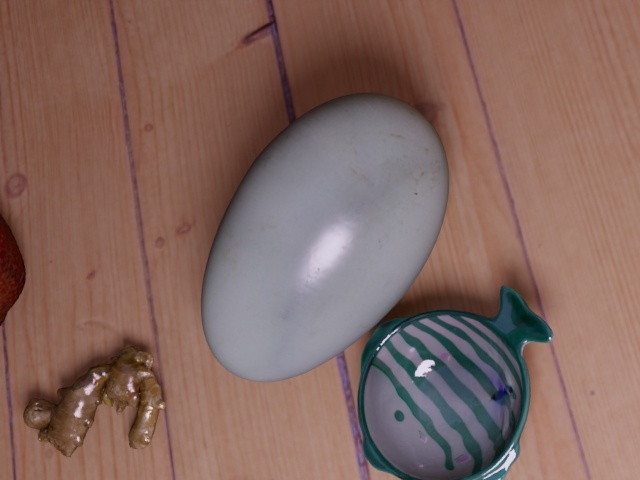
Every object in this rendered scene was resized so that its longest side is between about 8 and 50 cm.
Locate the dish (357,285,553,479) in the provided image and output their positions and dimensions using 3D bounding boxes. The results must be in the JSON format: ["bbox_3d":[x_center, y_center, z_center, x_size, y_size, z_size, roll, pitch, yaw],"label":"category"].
[{"bbox_3d":[0.156,0.168,1.262,0.246,0.078,0.224,-45,60,8],"label":"dish"}]

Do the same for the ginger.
[{"bbox_3d":[-0.285,0.211,1.488,0.193,0.052,0.176,26,86,23],"label":"ginger"}]

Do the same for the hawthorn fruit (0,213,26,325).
[{"bbox_3d":[-0.522,0.017,1.592,0.205,0.205,0.253,-36,54,12],"label":"hawthorn fruit"}]

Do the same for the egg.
[{"bbox_3d":[0.000,0.000,1.311,0.230,0.230,0.371,39,99,31],"label":"egg"}]
